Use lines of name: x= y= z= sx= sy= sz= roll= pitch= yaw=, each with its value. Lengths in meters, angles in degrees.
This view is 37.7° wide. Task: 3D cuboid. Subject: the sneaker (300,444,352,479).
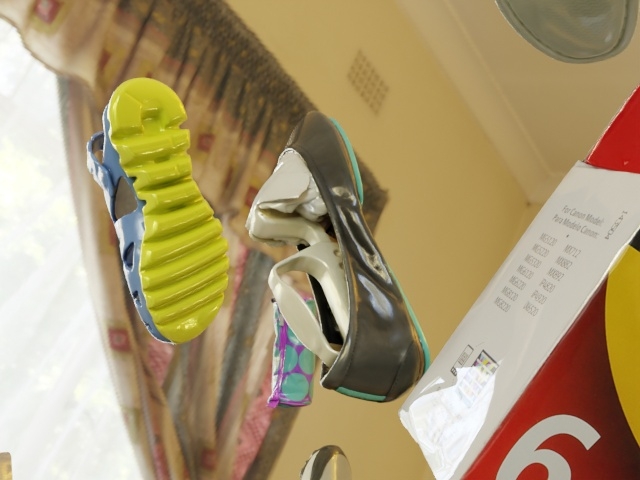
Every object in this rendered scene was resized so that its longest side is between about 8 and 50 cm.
sneaker: x=0.042 y=0.353 z=1.047 sx=0.108 sy=0.271 sz=0.100 roll=-27 pitch=-42 yaw=18

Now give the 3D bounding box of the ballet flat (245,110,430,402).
ballet flat: x=0.000 y=0.000 z=0.746 sx=0.096 sy=0.280 sz=0.095 roll=-4 pitch=-39 yaw=-23

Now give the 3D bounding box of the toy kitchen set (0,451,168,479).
toy kitchen set: x=-0.175 y=0.226 z=0.665 sx=0.207 sy=0.122 sz=0.166 roll=4 pitch=-29 yaw=-33

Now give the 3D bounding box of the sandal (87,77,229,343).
sandal: x=-0.204 y=-0.030 z=1.142 sx=0.126 sy=0.317 sz=0.138 roll=-11 pitch=2 yaw=-39

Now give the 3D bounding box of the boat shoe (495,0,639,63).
boat shoe: x=0.161 y=-0.256 z=0.677 sx=0.114 sy=0.091 sz=0.302 roll=-5 pitch=-37 yaw=29

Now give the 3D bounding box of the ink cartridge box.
ink cartridge box: x=0.255 y=0.093 z=0.563 sx=0.309 sy=0.272 sz=0.130 roll=33 pitch=5 yaw=-12

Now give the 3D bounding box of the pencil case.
pencil case: x=-0.039 y=0.154 z=1.294 sx=0.064 sy=0.151 sz=0.070 roll=-4 pitch=-10 yaw=38
